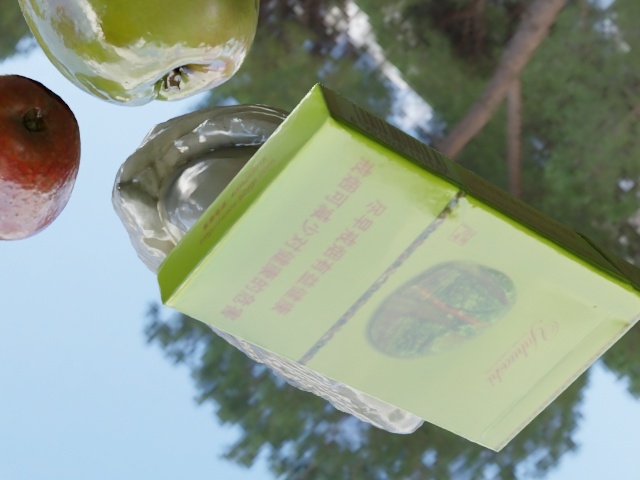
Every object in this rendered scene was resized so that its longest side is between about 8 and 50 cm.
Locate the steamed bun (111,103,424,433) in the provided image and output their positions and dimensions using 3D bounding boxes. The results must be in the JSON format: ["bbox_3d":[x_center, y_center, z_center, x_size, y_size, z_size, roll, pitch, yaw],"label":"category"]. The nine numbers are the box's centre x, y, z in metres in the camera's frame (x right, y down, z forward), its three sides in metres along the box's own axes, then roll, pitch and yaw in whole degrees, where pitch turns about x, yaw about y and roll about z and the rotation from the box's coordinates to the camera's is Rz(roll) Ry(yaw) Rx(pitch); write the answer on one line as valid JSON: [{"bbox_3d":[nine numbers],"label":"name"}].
[{"bbox_3d":[-0.007,-0.004,1.334,0.309,0.219,0.324,26,161,43],"label":"steamed bun"}]

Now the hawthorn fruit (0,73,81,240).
[{"bbox_3d":[-0.330,-0.091,1.590,0.173,0.173,0.173,32,-149,-22],"label":"hawthorn fruit"}]

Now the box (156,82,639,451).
[{"bbox_3d":[0.070,0.033,1.095,0.335,0.187,0.047,27,-153,-33],"label":"box"}]

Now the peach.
[{"bbox_3d":[-0.237,-0.321,1.899,0.281,0.314,0.316,-27,-82,-48],"label":"peach"}]
